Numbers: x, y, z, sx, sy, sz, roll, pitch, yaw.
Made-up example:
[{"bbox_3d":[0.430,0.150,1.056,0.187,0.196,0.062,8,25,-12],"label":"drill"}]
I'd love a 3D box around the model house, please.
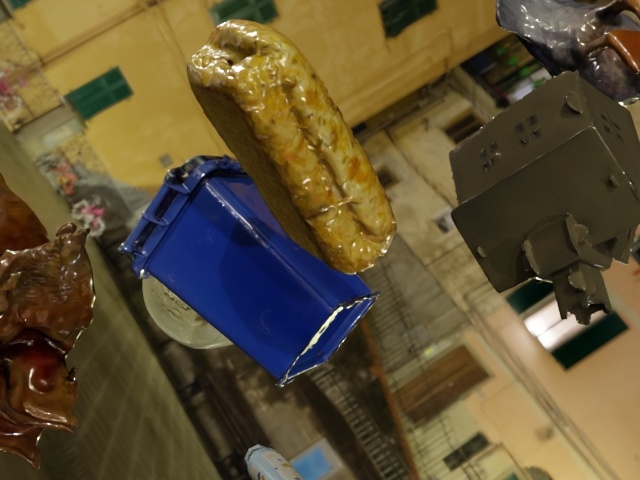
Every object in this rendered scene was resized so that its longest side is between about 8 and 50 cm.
[{"bbox_3d":[0.290,-0.018,0.974,0.204,0.211,0.243,17,54,-35],"label":"model house"}]

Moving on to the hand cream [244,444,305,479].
[{"bbox_3d":[-0.041,0.266,0.932,0.065,0.043,0.171,36,-10,-23],"label":"hand cream"}]

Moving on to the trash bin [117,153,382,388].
[{"bbox_3d":[-0.074,0.029,0.903,0.234,0.162,0.184,43,20,16],"label":"trash bin"}]

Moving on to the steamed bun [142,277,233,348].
[{"bbox_3d":[-0.119,0.068,1.221,0.250,0.200,0.155,-9,-92,44],"label":"steamed bun"}]

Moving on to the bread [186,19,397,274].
[{"bbox_3d":[-0.018,-0.072,0.665,0.114,0.083,0.211,38,-15,52],"label":"bread"}]

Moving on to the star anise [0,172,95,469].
[{"bbox_3d":[-0.256,0.096,0.640,0.148,0.346,0.237,24,-34,-25],"label":"star anise"}]

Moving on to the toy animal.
[{"bbox_3d":[0.352,-0.237,1.049,0.298,0.122,0.185,22,-3,9],"label":"toy animal"}]
